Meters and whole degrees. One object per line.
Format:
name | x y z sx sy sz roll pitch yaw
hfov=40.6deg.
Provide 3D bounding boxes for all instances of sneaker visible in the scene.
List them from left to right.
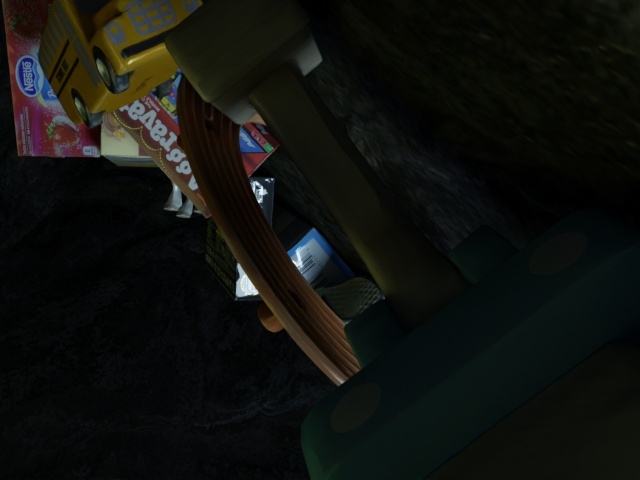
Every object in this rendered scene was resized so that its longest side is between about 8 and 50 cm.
sneaker | 0.092 0.132 1.428 0.163 0.086 0.226 32 162 -21

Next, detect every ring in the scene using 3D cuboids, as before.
ring | 0.000 0.000 0.682 0.336 0.032 0.337 47 -160 -23

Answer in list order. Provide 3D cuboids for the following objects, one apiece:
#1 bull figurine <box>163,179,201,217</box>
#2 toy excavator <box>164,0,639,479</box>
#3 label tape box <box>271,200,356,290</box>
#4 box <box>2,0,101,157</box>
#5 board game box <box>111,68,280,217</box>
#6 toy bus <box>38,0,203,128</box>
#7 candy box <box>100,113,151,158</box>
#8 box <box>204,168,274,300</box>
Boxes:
bull figurine | -0.178 -0.130 1.290 0.101 0.189 0.310 8 176 9
toy excavator | 0.079 0.063 0.468 0.433 0.222 0.445 51 -178 -21
label tape box | -0.029 0.061 1.674 0.249 0.115 0.347 50 173 -22
box | -0.380 -0.260 1.253 0.128 0.122 0.257 -103 17 -54
board game box | -0.196 -0.178 1.121 0.281 0.145 0.027 47 -152 0
toy bus | -0.223 -0.213 0.938 0.130 0.108 0.332 64 158 -7
candy box | -0.292 -0.214 1.374 0.316 0.087 0.183 -166 77 -81
box | -0.151 -0.029 1.566 0.270 0.060 0.216 -148 61 -68
